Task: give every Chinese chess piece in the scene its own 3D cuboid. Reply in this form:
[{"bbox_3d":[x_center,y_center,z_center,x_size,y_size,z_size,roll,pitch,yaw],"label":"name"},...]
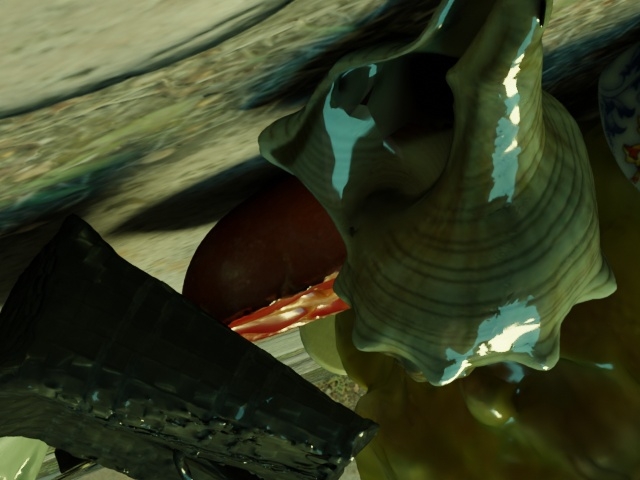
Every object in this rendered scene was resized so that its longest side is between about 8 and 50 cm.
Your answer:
[{"bbox_3d":[0.024,0.072,1.337,0.084,0.084,0.034,-21,180,-2],"label":"Chinese chess piece"}]

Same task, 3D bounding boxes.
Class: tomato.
[{"bbox_3d":[0.000,0.000,0.813,0.156,0.069,0.155,-19,169,-4],"label":"tomato"}]

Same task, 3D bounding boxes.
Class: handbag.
[{"bbox_3d":[-0.080,0.081,0.768,0.088,0.175,0.270,-65,-172,-19],"label":"handbag"}]

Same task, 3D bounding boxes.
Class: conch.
[{"bbox_3d":[0.049,-0.028,0.634,0.137,0.233,0.114,9,-147,25],"label":"conch"}]

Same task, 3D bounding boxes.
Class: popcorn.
[{"bbox_3d":[0.177,0.069,0.939,0.294,0.292,0.334,-31,-171,-24],"label":"popcorn"}]

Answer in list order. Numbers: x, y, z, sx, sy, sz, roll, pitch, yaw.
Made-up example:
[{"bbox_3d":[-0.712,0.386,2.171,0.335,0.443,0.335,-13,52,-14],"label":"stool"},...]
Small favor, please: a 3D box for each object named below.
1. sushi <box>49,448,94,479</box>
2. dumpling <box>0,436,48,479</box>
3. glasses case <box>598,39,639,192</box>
[{"bbox_3d":[-0.204,0.185,1.640,0.215,0.050,0.192,-29,174,18],"label":"sushi"},{"bbox_3d":[-0.228,0.124,1.020,0.108,0.152,0.219,24,180,-10],"label":"dumpling"},{"bbox_3d":[0.242,-0.097,0.735,0.248,0.086,0.065,-26,159,34],"label":"glasses case"}]
